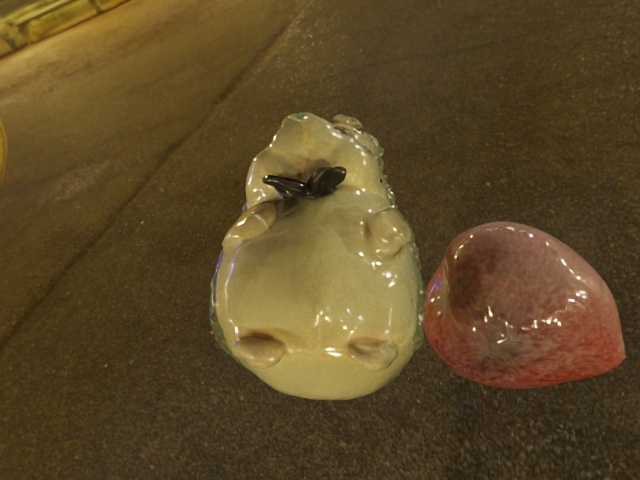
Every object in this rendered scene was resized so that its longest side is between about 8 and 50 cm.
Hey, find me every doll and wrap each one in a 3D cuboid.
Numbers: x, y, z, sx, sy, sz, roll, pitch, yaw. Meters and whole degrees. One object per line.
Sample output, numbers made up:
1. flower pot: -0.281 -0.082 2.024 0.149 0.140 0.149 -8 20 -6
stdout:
1. doll: 0.000 0.000 0.529 0.248 0.247 0.349 -9 50 18

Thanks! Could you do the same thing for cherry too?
1. cherry: 0.268 0.089 0.613 0.240 0.239 0.206 -20 32 6

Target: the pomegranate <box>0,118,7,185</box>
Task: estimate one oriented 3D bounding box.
1. pomegranate: -0.491 -0.072 0.448 0.343 0.342 0.342 -14 42 13
